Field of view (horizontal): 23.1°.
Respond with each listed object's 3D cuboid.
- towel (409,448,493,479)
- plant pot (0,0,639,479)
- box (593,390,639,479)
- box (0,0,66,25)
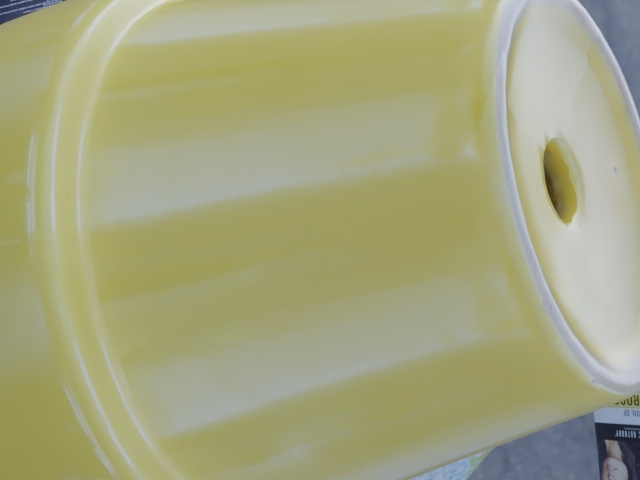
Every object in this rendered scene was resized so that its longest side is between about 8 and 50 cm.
[{"bbox_3d":[0.056,0.146,1.502,0.374,0.320,0.090,13,36,-41],"label":"towel"},{"bbox_3d":[0.000,0.000,0.637,0.254,0.239,0.254,30,53,-51],"label":"plant pot"},{"bbox_3d":[0.351,0.174,1.699,0.060,0.100,0.244,-11,96,-47],"label":"box"},{"bbox_3d":[-0.397,-0.211,1.786,0.076,0.307,0.242,-36,112,-82],"label":"box"}]
